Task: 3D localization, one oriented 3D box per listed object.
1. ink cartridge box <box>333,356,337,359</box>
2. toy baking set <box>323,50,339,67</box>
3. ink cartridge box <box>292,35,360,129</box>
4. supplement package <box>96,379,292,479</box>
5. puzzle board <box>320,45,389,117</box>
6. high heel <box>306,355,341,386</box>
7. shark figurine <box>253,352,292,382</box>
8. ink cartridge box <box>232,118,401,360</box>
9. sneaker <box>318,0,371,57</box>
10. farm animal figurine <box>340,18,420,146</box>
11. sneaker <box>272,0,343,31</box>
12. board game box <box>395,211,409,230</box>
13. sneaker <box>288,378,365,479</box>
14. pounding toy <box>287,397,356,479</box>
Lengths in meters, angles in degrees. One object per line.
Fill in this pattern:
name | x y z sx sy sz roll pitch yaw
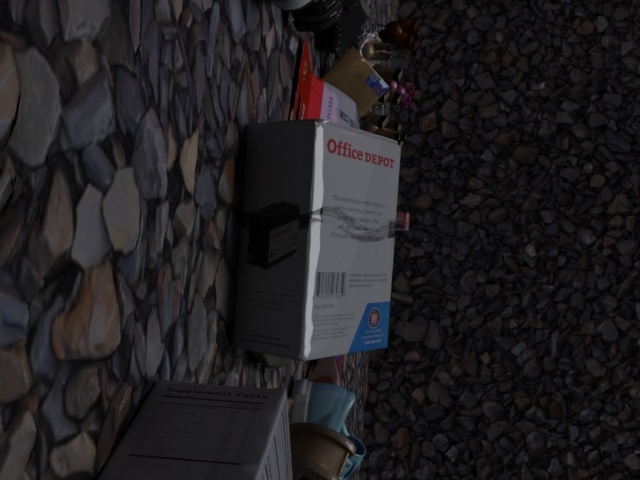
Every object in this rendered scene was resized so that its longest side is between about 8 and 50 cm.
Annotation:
ink cartridge box | 0.032 0.099 1.303 0.208 0.045 0.206 7 -107 66
toy baking set | 0.029 -0.485 1.602 0.197 0.030 0.256 -57 149 -67
ink cartridge box | 0.015 -0.158 1.440 0.385 0.091 0.308 71 24 -70
supplement package | -0.113 0.248 0.643 0.244 0.138 0.134 -67 158 -62
puzzle board | 0.072 -0.331 1.570 0.128 0.096 0.011 41 8 -31
high heel | 0.015 0.299 1.657 0.117 0.082 0.244 62 19 -55
shark figurine | -0.029 0.127 1.222 0.278 0.116 0.166 -74 166 -46
ink cartridge box | 0.000 0.000 1.053 0.223 0.129 0.308 4 90 -54
sneaker | 0.026 -0.427 1.433 0.118 0.083 0.222 -63 158 8
farm animal figurine | 0.109 -0.357 1.764 0.327 0.172 0.331 -46 147 -56
sneaker | -0.013 -0.368 1.120 0.296 0.104 0.147 -82 166 -51
board game box | 0.107 -0.048 1.734 0.147 0.193 0.045 -5 99 -81
sneaker | 0.012 0.455 1.476 0.135 0.150 0.366 -61 153 -68
pounding toy | -0.010 0.333 1.177 0.155 0.154 0.270 -62 148 -42
